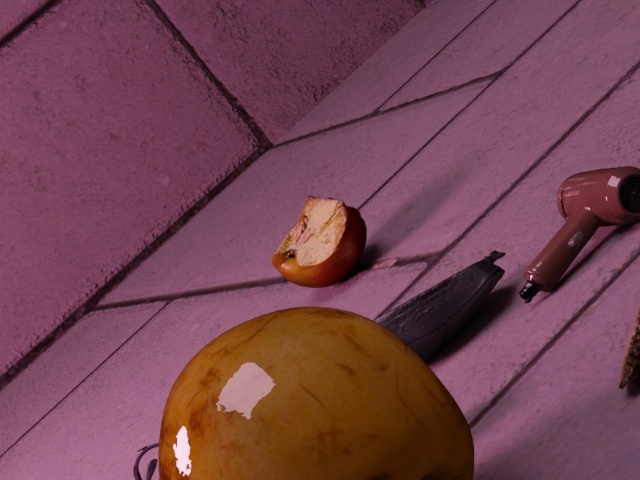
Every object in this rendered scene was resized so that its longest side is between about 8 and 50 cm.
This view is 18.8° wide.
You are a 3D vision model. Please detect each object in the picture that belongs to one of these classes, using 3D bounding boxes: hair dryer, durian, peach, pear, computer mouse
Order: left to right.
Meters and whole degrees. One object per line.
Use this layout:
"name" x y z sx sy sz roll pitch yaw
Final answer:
"pear" -0.006 0.191 1.687 0.280 0.281 0.281 -37 12 9
"peach" 0.001 0.007 2.693 0.151 0.118 0.151 -24 43 25
"computer mouse" 0.121 0.091 2.148 0.229 0.068 0.113 -29 -2 -7
"hair dryer" 0.275 -0.003 2.077 0.182 0.064 0.117 -51 17 -17
"durian" 0.288 0.082 1.722 0.066 0.052 0.130 -33 14 34

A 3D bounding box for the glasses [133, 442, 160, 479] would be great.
"glasses" -0.182 0.258 1.969 0.140 0.062 0.104 -38 -9 -3
